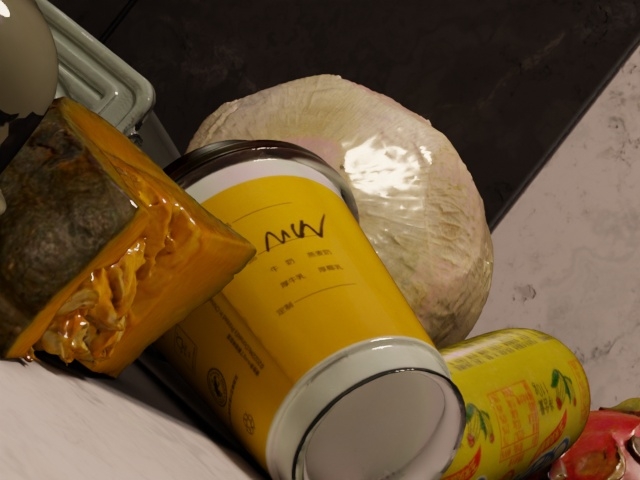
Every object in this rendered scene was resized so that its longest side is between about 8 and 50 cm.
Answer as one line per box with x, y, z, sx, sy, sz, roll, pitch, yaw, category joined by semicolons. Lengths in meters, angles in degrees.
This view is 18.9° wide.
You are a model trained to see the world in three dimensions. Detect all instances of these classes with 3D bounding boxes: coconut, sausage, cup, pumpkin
0.000;0.000;1.701;0.297;0.297;0.254;39;-13;28;coconut
0.111;0.143;1.513;0.123;0.123;0.347;38;27;23;sausage
-0.020;0.062;1.351;0.196;0.196;0.280;37;8;-44;cup
-0.145;-0.002;1.118;0.126;0.131;0.248;38;-1;16;pumpkin

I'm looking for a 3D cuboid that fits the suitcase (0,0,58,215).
-0.239;-0.109;0.590;0.351;0.194;0.339;38;3;-20;suitcase

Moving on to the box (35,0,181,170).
-0.251;-0.111;1.841;0.243;0.163;0.135;38;-9;30;box

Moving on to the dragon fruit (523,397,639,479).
0.279;0.281;1.685;0.227;0.243;0.307;93;-12;-64;dragon fruit
